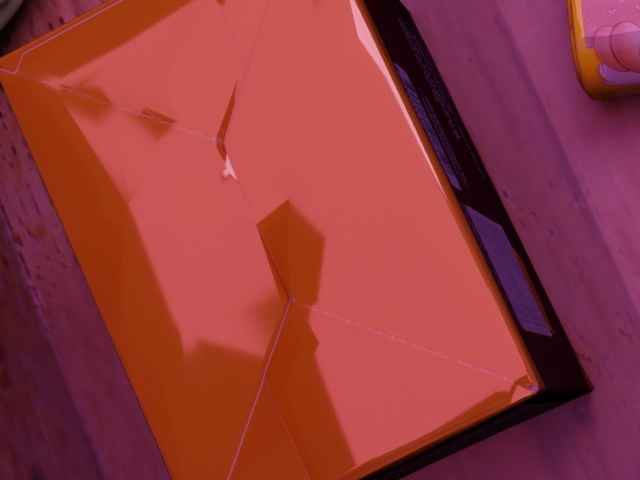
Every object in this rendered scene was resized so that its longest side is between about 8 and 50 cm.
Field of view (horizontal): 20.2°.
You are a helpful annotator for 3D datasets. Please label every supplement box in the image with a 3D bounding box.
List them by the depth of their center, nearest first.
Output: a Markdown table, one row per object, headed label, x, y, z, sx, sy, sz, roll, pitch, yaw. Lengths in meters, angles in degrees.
| label | x | y | z | sx | sy | sz | roll | pitch | yaw |
| --- | --- | --- | --- | --- | --- | --- | --- | --- | --- |
| supplement box | 0.000 | 0.000 | 0.701 | 0.129 | 0.194 | 0.191 | -27 | 79 | 10 |

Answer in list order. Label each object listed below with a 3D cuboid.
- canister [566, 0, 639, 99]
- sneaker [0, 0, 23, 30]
| label | x | y | z | sx | sy | sz | roll | pitch | yaw |
| --- | --- | --- | --- | --- | --- | --- | --- | --- | --- |
| canister | 0.186 | -0.125 | 0.731 | 0.170 | 0.073 | 0.126 | -6 | 83 | 15 |
| sneaker | -0.285 | -0.282 | 0.832 | 0.202 | 0.185 | 0.482 | -35 | 85 | 47 |
